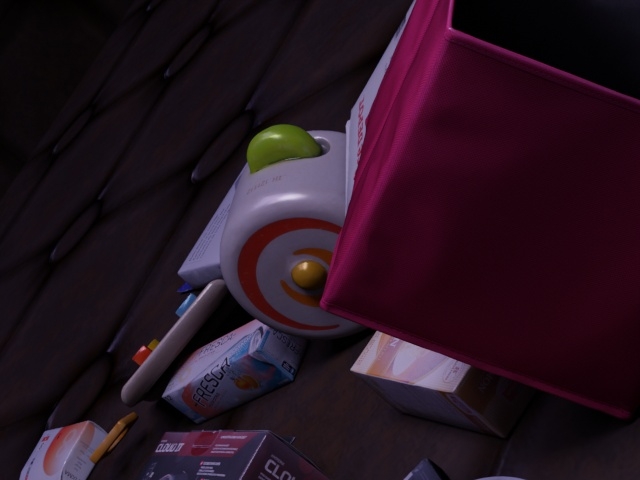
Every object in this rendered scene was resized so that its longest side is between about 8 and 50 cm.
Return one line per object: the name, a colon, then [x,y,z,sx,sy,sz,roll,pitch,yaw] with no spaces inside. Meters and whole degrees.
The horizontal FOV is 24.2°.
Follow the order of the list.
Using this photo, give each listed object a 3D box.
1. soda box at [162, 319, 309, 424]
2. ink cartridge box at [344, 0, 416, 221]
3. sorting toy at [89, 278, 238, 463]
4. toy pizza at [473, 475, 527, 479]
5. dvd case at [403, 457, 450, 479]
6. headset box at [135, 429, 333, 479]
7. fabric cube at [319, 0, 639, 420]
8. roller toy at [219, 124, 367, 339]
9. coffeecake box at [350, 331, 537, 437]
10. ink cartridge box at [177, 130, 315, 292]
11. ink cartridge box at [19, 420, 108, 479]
soda box: [-0.096,0.143,1.660,0.183,0.058,0.063,-30,28,44]
ink cartridge box: [0.135,-0.148,1.386,0.211,0.121,0.289,-86,21,-50]
sorting toy: [-0.173,0.116,1.773,0.348,0.047,0.196,-51,-5,-3]
toy pizza: [0.096,0.252,1.040,0.201,0.032,0.201,-30,39,28]
dvd case: [0.034,0.296,1.159,0.239,0.029,0.179,-48,20,4]
headset box: [-0.117,0.296,1.354,0.218,0.110,0.293,-13,41,58]
fabric cube: [0.173,-0.075,1.094,0.259,0.254,0.258,-77,7,-50]
roller toy: [0.000,0.000,1.527,0.146,0.209,0.191,-77,11,-52]
coffeecake box: [0.127,0.083,1.288,0.142,0.068,0.185,-54,21,-15]
ink cartridge box: [-0.103,-0.037,2.012,0.224,0.045,0.223,-16,39,57]
ink cartridge box: [-0.356,0.319,1.910,0.145,0.045,0.179,-20,33,54]
